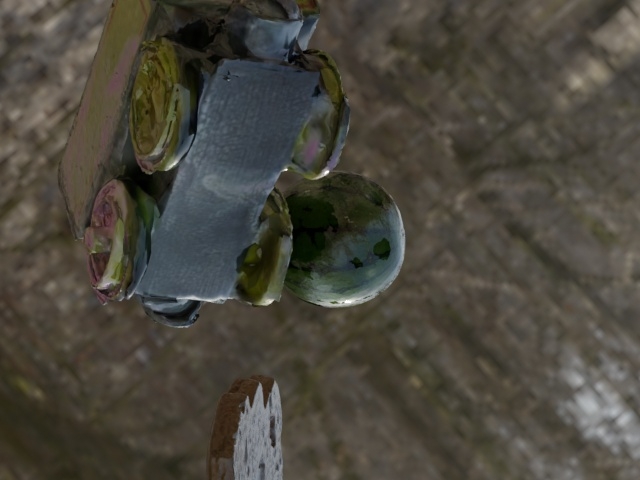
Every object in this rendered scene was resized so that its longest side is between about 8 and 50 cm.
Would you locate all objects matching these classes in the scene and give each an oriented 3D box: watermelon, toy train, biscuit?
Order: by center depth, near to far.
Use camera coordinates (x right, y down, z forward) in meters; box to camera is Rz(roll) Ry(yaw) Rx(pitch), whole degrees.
[{"bbox_3d":[-0.080,-0.069,1.160,0.134,0.177,0.261,2,134,-27],"label":"toy train"},{"bbox_3d":[0.006,-0.002,1.264,0.109,0.109,0.109,-40,177,-2],"label":"watermelon"},{"bbox_3d":[-0.079,0.246,1.864,0.043,0.278,0.301,-3,156,9],"label":"biscuit"}]
